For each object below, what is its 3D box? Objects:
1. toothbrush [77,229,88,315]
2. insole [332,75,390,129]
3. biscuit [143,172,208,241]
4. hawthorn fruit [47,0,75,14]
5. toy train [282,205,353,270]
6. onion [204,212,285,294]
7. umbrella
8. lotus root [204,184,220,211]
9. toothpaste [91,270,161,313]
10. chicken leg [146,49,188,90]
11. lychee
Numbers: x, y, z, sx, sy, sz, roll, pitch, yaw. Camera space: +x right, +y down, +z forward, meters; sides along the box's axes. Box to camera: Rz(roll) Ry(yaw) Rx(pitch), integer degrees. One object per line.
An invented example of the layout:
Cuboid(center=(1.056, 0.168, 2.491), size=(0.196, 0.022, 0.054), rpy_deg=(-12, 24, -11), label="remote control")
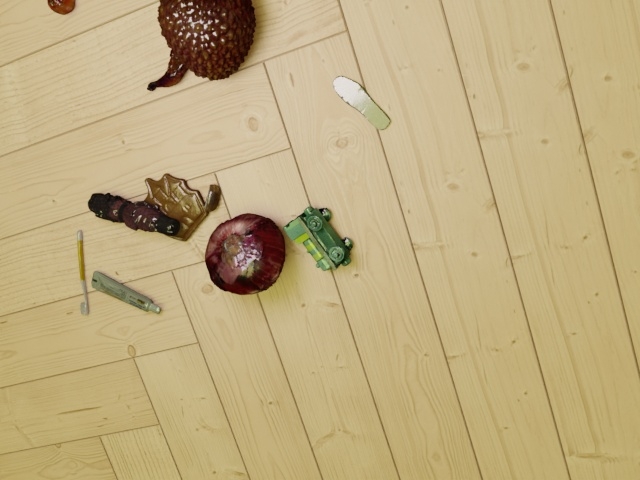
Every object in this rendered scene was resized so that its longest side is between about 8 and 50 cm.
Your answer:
Cuboid(center=(-0.772, 0.106, 2.135), size=(0.024, 0.021, 0.289), rpy_deg=(2, 106, 3), label="toothbrush")
Cuboid(center=(0.111, -0.374, 1.786), size=(0.192, 0.010, 0.063), rpy_deg=(43, 111, -1), label="insole")
Cuboid(center=(-0.450, -0.110, 1.988), size=(0.215, 0.034, 0.182), rpy_deg=(42, 111, 0), label="biscuit")
Cuboid(center=(-0.739, -0.680, 1.879), size=(0.077, 0.077, 0.077), rpy_deg=(4, 106, 13), label="hawthorn fruit")
Cuboid(center=(0.000, 0.000, 1.888), size=(0.132, 0.083, 0.200), rpy_deg=(-31, 96, 31), label="toy train")
Cuboid(center=(-0.203, 0.049, 1.889), size=(0.251, 0.219, 0.252), rpy_deg=(-13, 58, 22), label="onion")
Cuboid(center=(-0.559, -0.080, 1.973), size=(0.325, 0.090, 0.094), rpy_deg=(15, 112, 22), label="umbrella")
Cuboid(center=(-0.316, -0.122, 1.943), size=(0.037, 0.030, 0.083), rpy_deg=(11, 100, -20), label="lotus root")
Cuboid(center=(-0.620, 0.172, 2.109), size=(0.255, 0.037, 0.067), rpy_deg=(23, 115, 10), label="toothpaste")
Cuboid(center=(-0.415, -0.487, 1.867), size=(0.205, 0.053, 0.093), rpy_deg=(-48, 67, 14), label="chicken leg")
Cuboid(center=(-0.290, -0.546, 1.728), size=(0.271, 0.271, 0.272), rpy_deg=(4, 106, 13), label="lychee")
